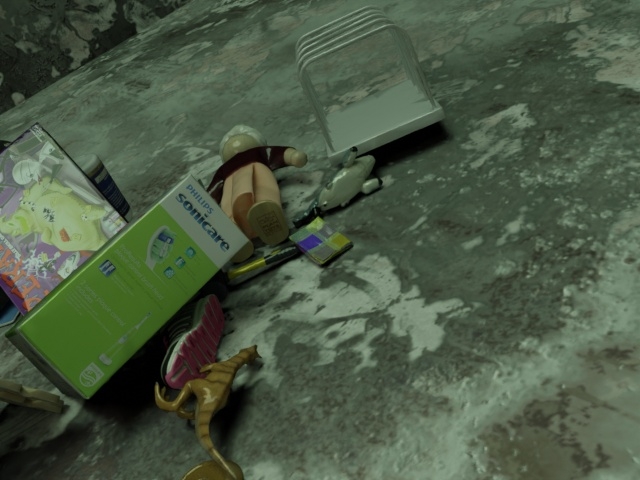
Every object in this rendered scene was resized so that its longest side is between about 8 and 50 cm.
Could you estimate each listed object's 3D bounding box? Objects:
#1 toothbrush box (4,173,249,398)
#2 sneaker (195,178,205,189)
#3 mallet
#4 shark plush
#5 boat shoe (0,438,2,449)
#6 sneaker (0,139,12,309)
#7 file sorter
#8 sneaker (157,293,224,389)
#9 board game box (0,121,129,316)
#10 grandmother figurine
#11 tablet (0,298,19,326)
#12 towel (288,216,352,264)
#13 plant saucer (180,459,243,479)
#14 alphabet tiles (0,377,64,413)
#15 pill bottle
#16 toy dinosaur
[{"bbox_3d":[-0.257,0.063,1.043,0.283,0.122,0.206,-45,12,-23],"label":"toothbrush box"},{"bbox_3d":[-0.242,-0.060,1.392,0.070,0.051,0.134,-13,35,12],"label":"sneaker"},{"bbox_3d":[-0.084,0.036,1.126,0.189,0.039,0.062,-20,28,4],"label":"mallet"},{"bbox_3d":[0.029,-0.071,1.221,0.161,0.073,0.067,-52,12,-5],"label":"shark plush"},{"bbox_3d":[-0.438,0.288,0.993,0.100,0.035,0.035,-42,35,-21],"label":"boat shoe"},{"bbox_3d":[-0.658,0.048,1.499,0.257,0.169,0.448,-46,30,45],"label":"sneaker"},{"bbox_3d":[0.066,-0.272,1.333,0.192,0.173,0.278,-23,21,6],"label":"file sorter"},{"bbox_3d":[-0.175,0.134,1.009,0.074,0.063,0.170,-19,26,18],"label":"sneaker"},{"bbox_3d":[-0.425,-0.012,1.243,0.208,0.056,0.347,-44,66,-5],"label":"board game box"},{"bbox_3d":[-0.119,-0.101,1.313,0.207,0.104,0.342,-20,31,1],"label":"grandmother figurine"},{"bbox_3d":[-0.539,0.122,1.381,0.054,0.006,0.083,-17,30,15],"label":"tablet"},{"bbox_3d":[0.000,0.000,1.113,0.060,0.009,0.083,-32,45,-19],"label":"towel"},{"bbox_3d":[-0.119,0.253,0.810,0.083,0.015,0.083,-20,29,11],"label":"plant saucer"},{"bbox_3d":[-0.468,0.169,0.986,0.278,0.284,0.021,-1,67,37],"label":"alphabet tiles"},{"bbox_3d":[-0.387,-0.058,1.384,0.094,0.169,0.094,-21,29,12],"label":"pill bottle"},{"bbox_3d":[-0.125,0.176,0.879,0.112,0.064,0.211,-19,25,21],"label":"toy dinosaur"}]
